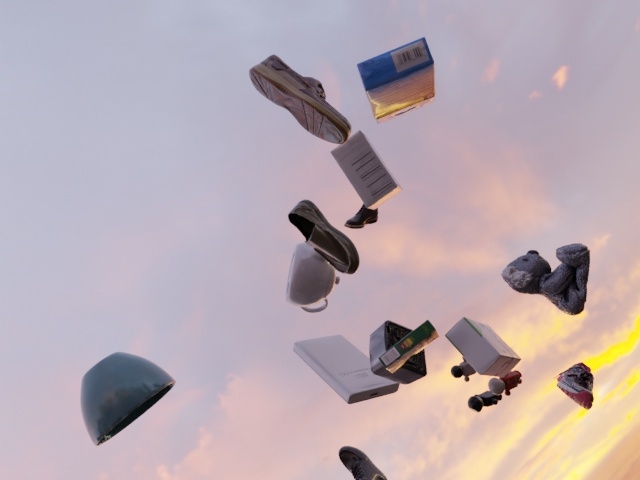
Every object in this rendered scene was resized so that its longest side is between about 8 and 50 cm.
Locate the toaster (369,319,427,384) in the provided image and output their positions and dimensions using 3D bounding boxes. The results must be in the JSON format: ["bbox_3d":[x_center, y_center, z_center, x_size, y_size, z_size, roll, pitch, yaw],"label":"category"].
[{"bbox_3d":[0.253,0.373,1.684,0.185,0.168,0.110,24,-48,-21],"label":"toaster"}]

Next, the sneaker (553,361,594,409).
[{"bbox_3d":[0.914,0.502,1.790,0.112,0.121,0.299,-54,-15,13],"label":"sneaker"}]

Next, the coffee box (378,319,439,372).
[{"bbox_3d":[0.259,0.309,1.465,0.184,0.040,0.113,-38,-28,0],"label":"coffee box"}]

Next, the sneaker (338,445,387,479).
[{"bbox_3d":[0.146,0.868,1.905,0.118,0.222,0.083,10,-71,-63],"label":"sneaker"}]

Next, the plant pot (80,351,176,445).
[{"bbox_3d":[-0.636,0.470,1.592,0.290,0.195,0.290,-41,-7,-6],"label":"plant pot"}]

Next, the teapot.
[{"bbox_3d":[-0.022,0.138,1.858,0.256,0.186,0.253,137,144,-79],"label":"teapot"}]

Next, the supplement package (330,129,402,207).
[{"bbox_3d":[0.167,-0.248,1.807,0.133,0.244,0.139,-35,-10,14],"label":"supplement package"}]

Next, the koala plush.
[{"bbox_3d":[0.632,0.105,1.436,0.196,0.221,0.204,-1,-86,-68],"label":"koala plush"}]

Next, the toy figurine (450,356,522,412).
[{"bbox_3d":[0.589,0.491,1.830,0.148,0.210,0.213,-9,-36,-31],"label":"toy figurine"}]

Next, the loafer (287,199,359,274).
[{"bbox_3d":[0.000,0.000,1.343,0.087,0.251,0.094,-25,-25,-46],"label":"loafer"}]

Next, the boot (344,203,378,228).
[{"bbox_3d":[0.179,-0.133,2.155,0.197,0.076,0.137,-24,-52,-46],"label":"boot"}]

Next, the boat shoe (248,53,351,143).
[{"bbox_3d":[-0.036,-0.400,1.388,0.123,0.342,0.123,-48,-16,-19],"label":"boat shoe"}]

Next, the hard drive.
[{"bbox_3d":[0.087,0.462,1.852,0.232,0.353,0.047,-1,-69,-36],"label":"hard drive"}]

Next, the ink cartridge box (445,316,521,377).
[{"bbox_3d":[0.508,0.334,1.566,0.093,0.160,0.219,-50,-37,15],"label":"ink cartridge box"}]

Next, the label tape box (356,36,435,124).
[{"bbox_3d":[0.289,-0.575,1.862,0.249,0.115,0.347,-20,-10,10],"label":"label tape box"}]
